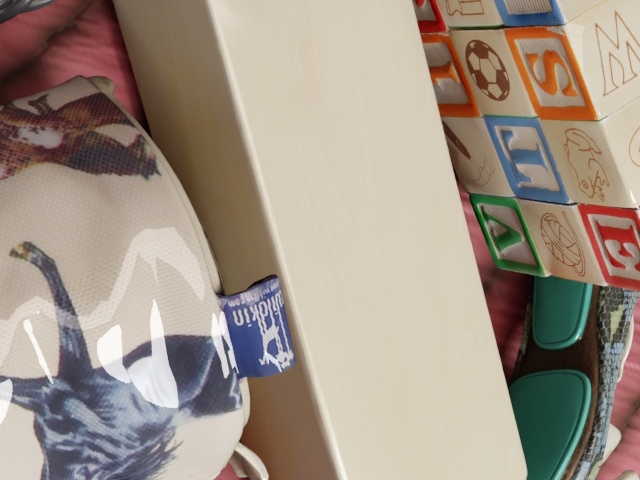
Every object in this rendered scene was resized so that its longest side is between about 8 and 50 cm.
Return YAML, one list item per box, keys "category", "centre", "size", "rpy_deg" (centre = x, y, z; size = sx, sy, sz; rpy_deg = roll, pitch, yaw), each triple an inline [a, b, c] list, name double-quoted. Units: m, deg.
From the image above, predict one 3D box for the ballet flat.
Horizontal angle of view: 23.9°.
- category: "ballet flat"
  centre: [0.130, 0.072, 0.761]
  size: [0.070, 0.070, 0.188]
  rpy_deg: [28, 67, -26]

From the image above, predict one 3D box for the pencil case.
- category: "pencil case"
  centre: [-0.216, 0.090, 0.549]
  size: [0.410, 0.160, 0.183]
  rpy_deg: [-25, 85, -23]

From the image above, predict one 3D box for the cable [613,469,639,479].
- category: "cable"
  centre: [0.059, 0.210, 0.749]
  size: [0.287, 0.072, 0.139]
  rpy_deg: [-30, 101, -21]

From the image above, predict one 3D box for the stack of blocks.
- category: "stack of blocks"
  centre: [0.082, -0.130, 0.676]
  size: [0.087, 0.171, 0.297]
  rpy_deg: [-32, 108, -21]

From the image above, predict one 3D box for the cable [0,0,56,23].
- category: "cable"
  centre: [-0.150, -0.166, 0.631]
  size: [0.150, 0.047, 0.184]
  rpy_deg: [22, 87, -34]

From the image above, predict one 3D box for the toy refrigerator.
- category: "toy refrigerator"
  centre: [0.000, 0.000, 0.692]
  size: [0.102, 0.094, 0.269]
  rpy_deg: [-23, 105, -30]
